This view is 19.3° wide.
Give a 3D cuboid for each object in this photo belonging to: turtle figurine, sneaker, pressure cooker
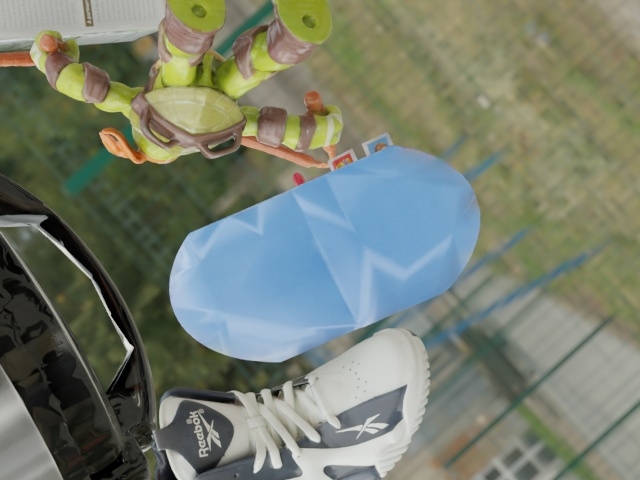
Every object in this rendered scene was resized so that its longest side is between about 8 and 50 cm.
[{"bbox_3d":[-0.094,-0.103,1.216,0.270,0.087,0.217,17,151,-14],"label":"turtle figurine"},{"bbox_3d":[-0.040,0.137,1.357,0.153,0.235,0.094,17,-135,-43],"label":"sneaker"},{"bbox_3d":[-0.366,0.132,1.626,0.375,0.420,0.370,29,146,58],"label":"pressure cooker"}]

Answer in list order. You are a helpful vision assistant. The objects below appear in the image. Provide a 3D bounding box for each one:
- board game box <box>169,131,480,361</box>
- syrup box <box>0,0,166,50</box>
[{"bbox_3d":[0.000,0.000,0.993,0.133,0.169,0.033,62,-173,-52],"label":"board game box"},{"bbox_3d":[-0.272,-0.230,1.767,0.093,0.237,0.096,-7,90,62],"label":"syrup box"}]
